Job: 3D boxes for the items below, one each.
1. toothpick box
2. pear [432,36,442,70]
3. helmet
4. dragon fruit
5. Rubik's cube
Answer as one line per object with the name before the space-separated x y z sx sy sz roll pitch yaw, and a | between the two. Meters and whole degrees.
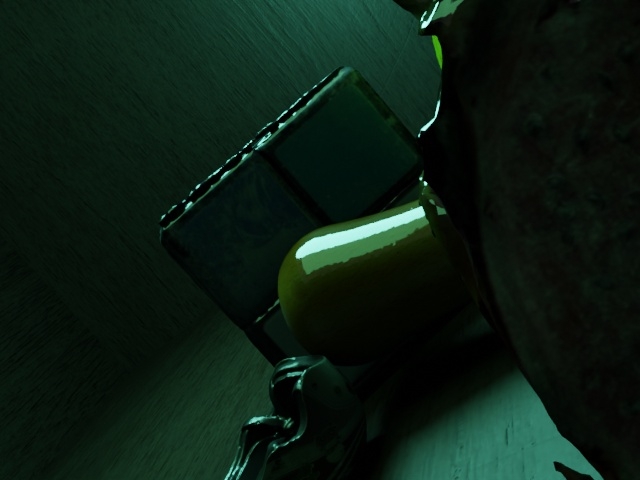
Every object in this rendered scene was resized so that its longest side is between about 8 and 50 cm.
toothpick box | 0.106 0.019 0.865 0.294 0.192 0.192 -27 13 33
pear | 0.297 -0.257 0.939 0.391 0.391 0.391 -40 7 6
helmet | -0.017 0.205 0.857 0.177 0.107 0.153 -61 13 -10
dragon fruit | 0.209 -0.031 0.399 0.296 0.314 0.263 -31 -7 15
Rubik's cube | 0.000 0.000 1.154 0.316 0.318 0.313 -40 7 -5
